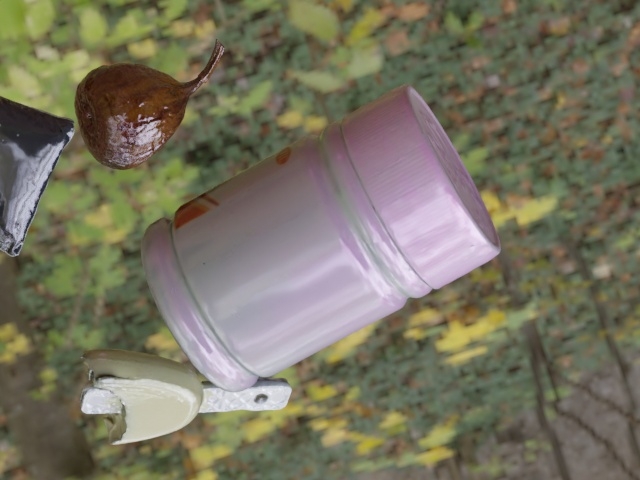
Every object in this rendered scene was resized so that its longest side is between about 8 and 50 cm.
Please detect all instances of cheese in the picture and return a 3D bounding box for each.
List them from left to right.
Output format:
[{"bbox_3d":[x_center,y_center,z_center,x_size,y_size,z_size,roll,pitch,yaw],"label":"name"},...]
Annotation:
[{"bbox_3d":[-0.143,0.163,1.586,0.235,0.050,0.127,-1,132,-21],"label":"cheese"}]

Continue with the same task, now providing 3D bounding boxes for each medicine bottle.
[{"bbox_3d":[0.000,0.000,1.516,0.316,0.202,0.202,-28,179,12],"label":"medicine bottle"}]

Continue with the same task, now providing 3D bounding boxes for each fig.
[{"bbox_3d":[-0.207,-0.177,1.880,0.201,0.134,0.146,-29,-152,-28],"label":"fig"}]

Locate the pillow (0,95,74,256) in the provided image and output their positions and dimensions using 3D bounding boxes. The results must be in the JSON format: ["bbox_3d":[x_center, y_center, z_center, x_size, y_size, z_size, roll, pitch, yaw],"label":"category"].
[{"bbox_3d":[-0.347,-0.090,1.398,0.208,0.141,0.055,25,-170,2],"label":"pillow"}]
